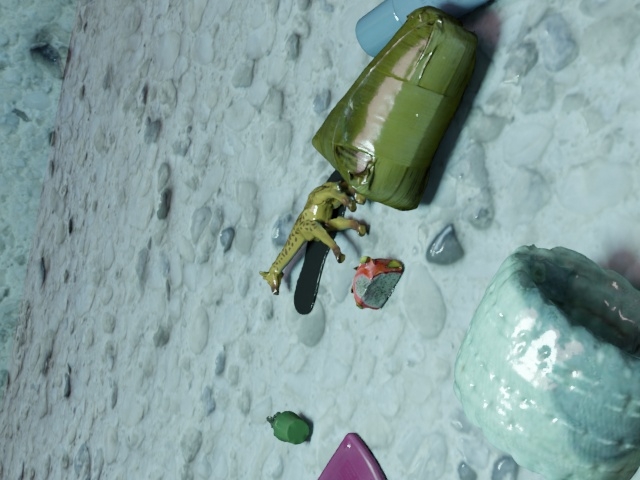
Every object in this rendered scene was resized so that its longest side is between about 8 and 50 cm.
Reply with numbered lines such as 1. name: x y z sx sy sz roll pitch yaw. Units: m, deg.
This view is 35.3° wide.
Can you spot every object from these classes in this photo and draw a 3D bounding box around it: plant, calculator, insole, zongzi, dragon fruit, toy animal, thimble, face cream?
1. plant: -0.058 0.294 1.604 0.102 0.051 0.051 6 86 62
2. calculator: 0.027 0.385 1.465 0.191 0.034 0.127 -64 34 21
3. insole: 0.000 0.000 1.638 0.086 0.005 0.253 32 108 56
4. zongzi: 0.087 -0.215 1.451 0.274 0.145 0.300 -66 28 13
5. dragon fruit: 0.073 0.054 1.463 0.083 0.056 0.060 -62 38 28
6. toy animal: -0.015 -0.010 1.609 0.275 0.054 0.149 -25 63 49
7. thimble: 0.251 0.126 1.035 0.250 0.204 0.172 54 129 48
8. face cream: 0.197 -0.360 1.372 0.385 0.086 0.136 -25 63 46
